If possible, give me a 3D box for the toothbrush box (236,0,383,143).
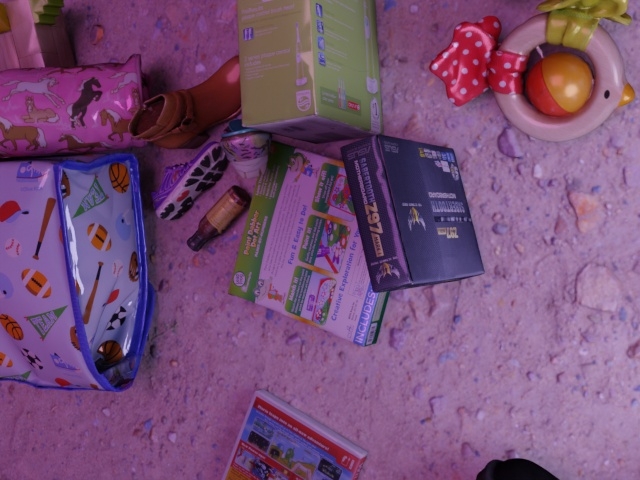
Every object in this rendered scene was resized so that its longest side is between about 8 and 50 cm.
[{"bbox_3d":[-0.013,-0.290,1.141,0.122,0.206,0.283,-3,89,28],"label":"toothbrush box"}]

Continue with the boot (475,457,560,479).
[{"bbox_3d":[0.386,0.317,0.961,0.348,0.131,0.260,37,113,12],"label":"boot"}]

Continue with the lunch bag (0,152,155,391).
[{"bbox_3d":[-0.461,0.055,1.353,0.327,0.239,0.386,0,100,26],"label":"lunch bag"}]

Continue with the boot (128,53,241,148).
[{"bbox_3d":[-0.196,-0.217,1.266,0.073,0.152,0.197,47,110,20],"label":"boot"}]

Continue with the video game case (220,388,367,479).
[{"bbox_3d":[-0.065,0.402,1.263,0.204,0.025,0.285,26,102,26],"label":"video game case"}]

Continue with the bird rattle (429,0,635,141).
[{"bbox_3d":[0.279,-0.220,1.037,0.253,0.143,0.207,-29,93,28],"label":"bird rattle"}]

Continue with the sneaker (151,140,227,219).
[{"bbox_3d":[-0.221,-0.107,1.330,0.170,0.068,0.071,-41,66,22],"label":"sneaker"}]

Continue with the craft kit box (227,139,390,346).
[{"bbox_3d":[0.000,0.000,1.218,0.246,0.061,0.250,19,98,24],"label":"craft kit box"}]

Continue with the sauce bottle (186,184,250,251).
[{"bbox_3d":[-0.166,-0.033,1.312,0.128,0.042,0.042,-44,71,22],"label":"sauce bottle"}]

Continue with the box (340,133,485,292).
[{"bbox_3d":[0.125,-0.033,1.050,0.059,0.232,0.183,-16,82,33],"label":"box"}]

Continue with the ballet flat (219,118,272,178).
[{"bbox_3d":[-0.109,-0.134,1.208,0.076,0.221,0.079,-8,103,-6],"label":"ballet flat"}]

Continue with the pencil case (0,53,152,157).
[{"bbox_3d":[-0.460,-0.210,1.305,0.386,0.160,0.167,-5,71,-10],"label":"pencil case"}]

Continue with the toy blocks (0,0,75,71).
[{"bbox_3d":[-0.586,-0.271,1.477,0.381,0.191,0.261,-9,98,18],"label":"toy blocks"}]
